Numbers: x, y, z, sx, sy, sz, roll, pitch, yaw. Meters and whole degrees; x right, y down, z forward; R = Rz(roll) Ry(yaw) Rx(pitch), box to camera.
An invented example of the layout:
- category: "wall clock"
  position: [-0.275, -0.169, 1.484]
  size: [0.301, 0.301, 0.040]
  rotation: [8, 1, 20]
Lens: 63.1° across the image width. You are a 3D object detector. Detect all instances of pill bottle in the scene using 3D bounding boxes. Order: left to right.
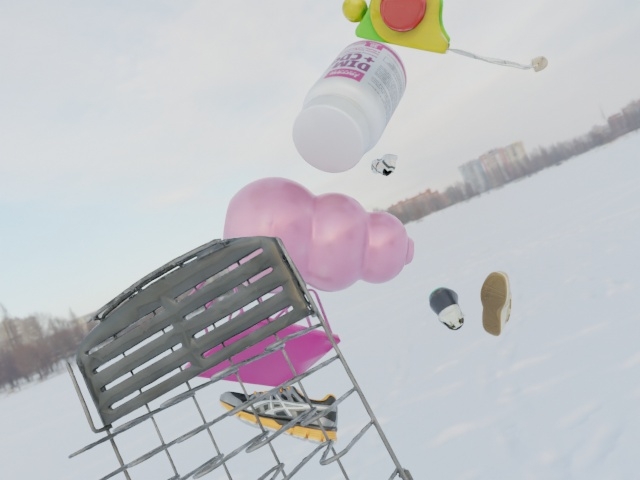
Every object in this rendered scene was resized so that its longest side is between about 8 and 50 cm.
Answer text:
- category: "pill bottle"
  position: [0.060, -0.260, 1.002]
  size: [0.160, 0.160, 0.283]
  rotation: [-24, 26, 39]

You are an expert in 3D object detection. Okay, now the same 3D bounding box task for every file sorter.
- category: "file sorter"
  position: [-0.144, 0.191, 1.186]
  size: [0.290, 0.182, 0.202]
  rotation: [23, -58, -43]

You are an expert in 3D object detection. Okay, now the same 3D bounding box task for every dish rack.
- category: "dish rack"
  position: [-0.055, 0.139, 0.318]
  size: [0.208, 0.272, 0.074]
  rotation: [-30, -10, 12]

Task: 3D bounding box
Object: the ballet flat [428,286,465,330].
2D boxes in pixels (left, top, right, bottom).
- category: "ballet flat"
  position: [0.306, 0.169, 1.226]
  size: [0.074, 0.074, 0.203]
  rotation: [-23, -29, 10]

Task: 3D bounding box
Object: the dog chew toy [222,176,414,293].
- category: "dog chew toy"
  position: [0.000, 0.000, 0.926]
  size: [0.331, 0.207, 0.206]
  rotation: [6, -4, -3]

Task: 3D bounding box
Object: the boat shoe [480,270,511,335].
- category: "boat shoe"
  position: [0.398, 0.133, 1.168]
  size: [0.063, 0.170, 0.059]
  rotation: [23, 41, 37]

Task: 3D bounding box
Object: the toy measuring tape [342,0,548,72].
- category: "toy measuring tape"
  position: [0.194, -0.348, 0.804]
  size: [0.330, 0.121, 0.121]
  rotation: [15, 5, 10]

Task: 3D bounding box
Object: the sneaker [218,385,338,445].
- category: "sneaker"
  position: [-0.069, 0.286, 0.890]
  size: [0.214, 0.083, 0.084]
  rotation: [11, -23, 10]

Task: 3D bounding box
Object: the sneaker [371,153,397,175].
- category: "sneaker"
  position: [0.147, -0.173, 1.241]
  size: [0.040, 0.044, 0.109]
  rotation: [9, -8, -14]
